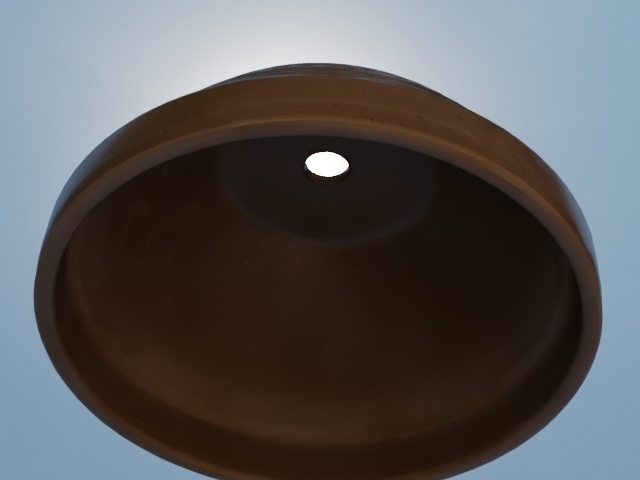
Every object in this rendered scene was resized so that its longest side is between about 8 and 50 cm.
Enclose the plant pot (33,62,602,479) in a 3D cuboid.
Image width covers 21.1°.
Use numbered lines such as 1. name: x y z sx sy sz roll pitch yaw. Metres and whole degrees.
1. plant pot: 0.000 0.000 0.753 0.237 0.237 0.110 14 -135 -12
